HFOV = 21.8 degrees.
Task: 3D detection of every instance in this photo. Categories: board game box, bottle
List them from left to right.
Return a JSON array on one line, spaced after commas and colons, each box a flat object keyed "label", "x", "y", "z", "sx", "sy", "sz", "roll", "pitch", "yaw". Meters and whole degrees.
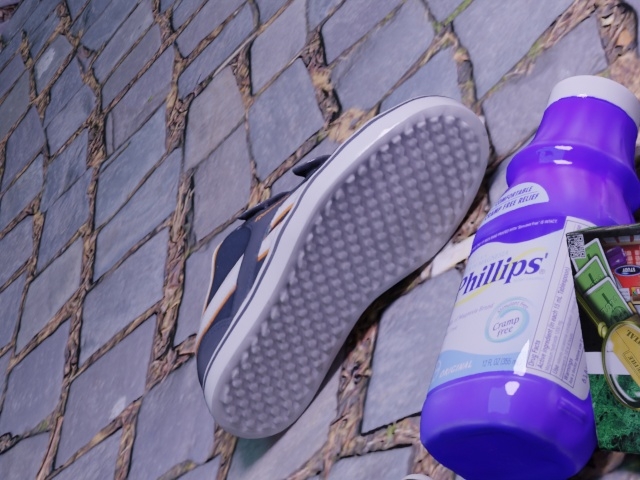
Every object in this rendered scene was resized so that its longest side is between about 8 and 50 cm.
[{"label": "bottle", "x": 0.150, "y": 0.020, "z": 1.087, "sx": 0.118, "sy": 0.092, "sz": 0.283, "roll": -23, "pitch": 40, "yaw": 51}, {"label": "board game box", "x": 0.233, "y": 0.052, "z": 0.888, "sx": 0.259, "sy": 0.030, "sz": 0.136, "roll": -7, "pitch": 96, "yaw": 58}]

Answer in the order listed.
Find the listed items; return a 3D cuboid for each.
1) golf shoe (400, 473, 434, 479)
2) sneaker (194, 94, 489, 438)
[{"label": "golf shoe", "x": -0.004, "y": 0.264, "z": 1.081, "sx": 0.273, "sy": 0.105, "sz": 0.120, "roll": -43, "pitch": 12, "yaw": 12}, {"label": "sneaker", "x": 0.000, "y": 0.000, "z": 1.339, "sx": 0.321, "sy": 0.126, "sz": 0.127, "roll": -51, "pitch": 31, "yaw": 12}]
